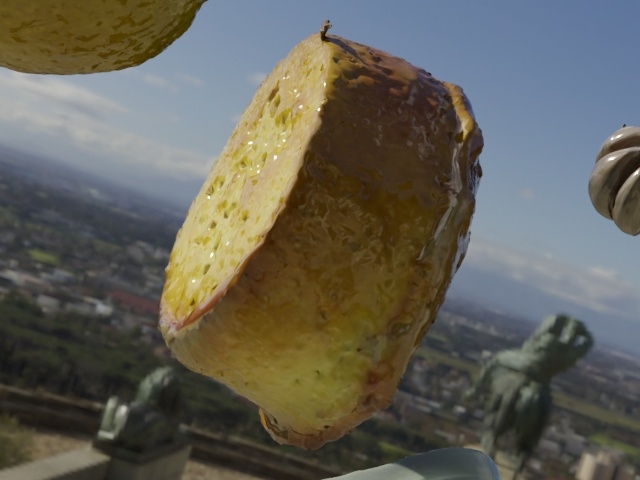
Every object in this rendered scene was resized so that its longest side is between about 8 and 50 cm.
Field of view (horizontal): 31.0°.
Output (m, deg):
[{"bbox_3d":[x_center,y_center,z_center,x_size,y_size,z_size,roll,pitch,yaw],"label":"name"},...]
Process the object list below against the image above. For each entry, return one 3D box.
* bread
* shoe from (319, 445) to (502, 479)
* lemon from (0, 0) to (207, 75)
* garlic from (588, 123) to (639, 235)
[{"bbox_3d":[0.000,0.000,1.122,0.215,0.398,0.398,28,-3,-18],"label":"bread"},{"bbox_3d":[-0.023,0.270,0.853,0.363,0.132,0.160,-11,48,-5],"label":"shoe"},{"bbox_3d":[-0.142,-0.177,0.594,0.244,0.187,0.187,13,2,-20],"label":"lemon"},{"bbox_3d":[0.372,-0.086,1.290,0.127,0.131,0.194,5,-36,-1],"label":"garlic"}]
